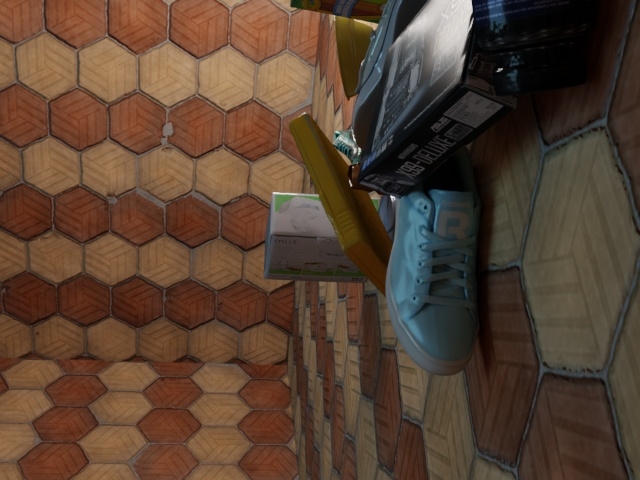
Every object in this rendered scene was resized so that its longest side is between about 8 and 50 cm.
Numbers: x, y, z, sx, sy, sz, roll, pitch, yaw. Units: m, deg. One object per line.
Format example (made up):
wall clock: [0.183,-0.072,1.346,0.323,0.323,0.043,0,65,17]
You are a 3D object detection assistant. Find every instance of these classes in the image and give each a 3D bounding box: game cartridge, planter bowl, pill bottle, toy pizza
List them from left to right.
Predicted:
game cartridge: [0.063,-0.044,1.432,0.285,0.053,0.323,47,-162,-50]
planter bowl: [0.096,-0.452,1.876,0.217,0.090,0.217,-6,-90,-81]
toy pizza: [0.148,-0.007,1.634,0.201,0.032,0.201,-176,90,-83]
pill bottle: [0.215,-0.264,0.796,0.123,0.123,0.219,-123,23,-77]

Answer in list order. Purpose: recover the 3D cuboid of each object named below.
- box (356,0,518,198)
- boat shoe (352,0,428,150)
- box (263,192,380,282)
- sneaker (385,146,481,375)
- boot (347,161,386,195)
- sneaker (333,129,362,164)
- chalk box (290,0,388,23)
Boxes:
box: [0.161,-0.222,1.029,0.307,0.077,0.242,140,147,-64]
boat shoe: [0.137,-0.343,1.448,0.156,0.136,0.367,-95,14,-46]
box: [0.000,0.000,1.881,0.231,0.262,0.126,103,167,-59]
sneaker: [0.165,0.002,1.105,0.150,0.135,0.365,100,170,-60]
boot: [0.129,-0.101,1.337,0.197,0.152,0.072,-135,48,-80]
sneaker: [0.073,-0.254,2.127,0.166,0.076,0.065,-98,13,-56]
chalk box: [0.039,-0.582,1.599,0.180,0.289,0.179,153,121,-73]
